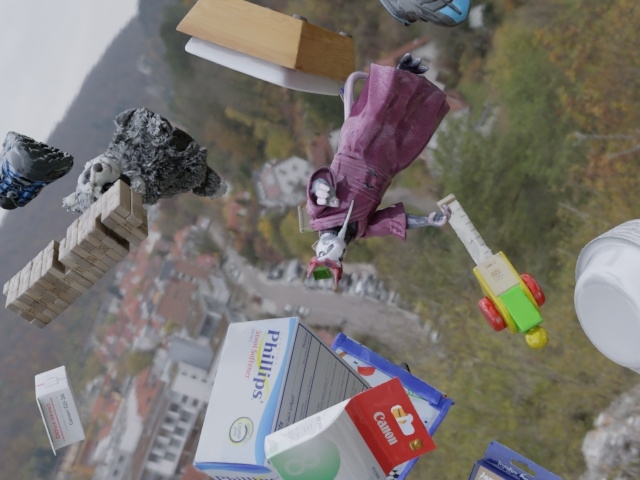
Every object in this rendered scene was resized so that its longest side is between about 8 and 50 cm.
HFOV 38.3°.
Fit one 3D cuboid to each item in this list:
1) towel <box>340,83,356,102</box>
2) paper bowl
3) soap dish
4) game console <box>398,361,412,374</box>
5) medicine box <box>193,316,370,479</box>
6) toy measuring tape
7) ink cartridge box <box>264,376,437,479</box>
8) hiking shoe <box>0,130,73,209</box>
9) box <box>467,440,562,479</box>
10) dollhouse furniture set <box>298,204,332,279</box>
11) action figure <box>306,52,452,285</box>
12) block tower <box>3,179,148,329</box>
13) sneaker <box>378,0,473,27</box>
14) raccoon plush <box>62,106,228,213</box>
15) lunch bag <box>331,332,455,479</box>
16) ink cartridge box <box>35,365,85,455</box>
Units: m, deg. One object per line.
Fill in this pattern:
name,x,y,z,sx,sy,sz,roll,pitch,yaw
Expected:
towel,0.060,-0.310,1.983,0.009,0.060,0.083,-38,51,24
paper bowl,0.574,0.115,1.660,0.148,0.284,0.284,-25,-6,-22
soap dish,-0.079,-0.345,1.618,0.291,0.229,0.118,-10,-59,-68
game console,0.123,0.472,2.528,0.361,0.044,0.213,-49,29,15
medicine box,-0.055,0.315,1.598,0.149,0.289,0.263,-8,54,30
toy measuring tape,0.319,0.065,1.710,0.330,0.121,0.121,58,140,23
ink cartridge box,0.052,0.324,1.402,0.224,0.181,0.056,-24,34,7
hiking shoe,-0.502,-0.108,1.579,0.132,0.113,0.304,-68,22,-2
box,0.282,0.448,1.464,0.036,0.136,0.225,3,-71,-56
dollhouse furniture set,0.000,0.000,1.900,0.058,0.076,0.152,69,-166,-69
action figure,0.052,-0.112,1.452,0.276,0.248,0.370,24,86,53
block tower,-0.469,0.035,1.772,0.335,0.091,0.097,-39,34,17
sneaker,0.211,-0.508,1.906,0.341,0.125,0.139,53,166,46
raccoon plush,-0.390,-0.103,2.189,0.216,0.446,0.299,24,78,40
lunch bag,0.115,0.428,2.267,0.239,0.328,0.385,-52,-11,-49
ink cartridge box,-0.514,0.334,1.817,0.198,0.067,0.115,-154,48,-70
